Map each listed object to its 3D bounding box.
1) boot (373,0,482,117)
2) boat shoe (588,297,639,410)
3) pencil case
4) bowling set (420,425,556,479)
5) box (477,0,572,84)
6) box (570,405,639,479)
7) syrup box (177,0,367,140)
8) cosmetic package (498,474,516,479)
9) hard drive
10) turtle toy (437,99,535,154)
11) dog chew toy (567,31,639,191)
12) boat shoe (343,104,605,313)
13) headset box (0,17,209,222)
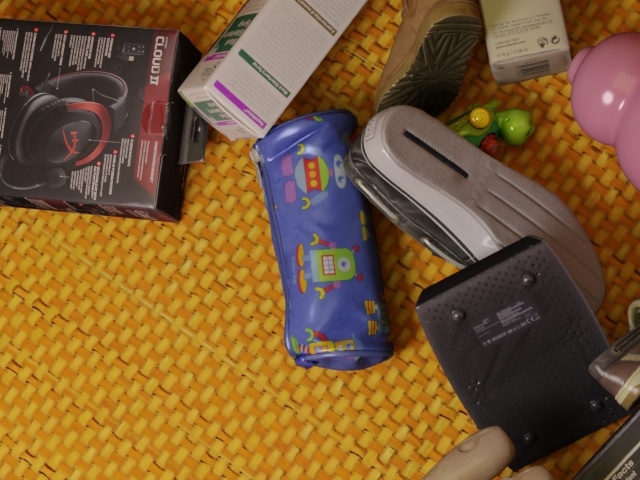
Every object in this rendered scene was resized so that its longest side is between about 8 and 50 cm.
[{"bbox_3d":[0.110,-0.298,1.829,0.089,0.236,0.269,4,57,-22],"label":"boot"},{"bbox_3d":[0.364,0.089,1.696,0.073,0.080,0.223,39,54,10],"label":"boat shoe"},{"bbox_3d":[0.000,0.000,1.804,0.133,0.119,0.306,-7,80,-14],"label":"pencil case"},{"bbox_3d":[0.197,0.325,1.535,0.154,0.287,0.200,-36,106,-5],"label":"bowling set"},{"bbox_3d":[0.218,-0.327,1.815,0.094,0.113,0.275,-11,81,9],"label":"box"},{"bbox_3d":[0.460,0.256,1.646,0.294,0.183,0.296,44,93,12],"label":"box"},{"bbox_3d":[-0.050,-0.232,1.820,0.096,0.093,0.237,42,75,-19],"label":"syrup box"},{"bbox_3d":[0.185,0.366,1.701,0.151,0.151,0.183,-28,77,6],"label":"cosmetic package"},{"bbox_3d":[0.221,0.120,1.712,0.172,0.054,0.254,-28,118,7],"label":"hard drive"},{"bbox_3d":[0.180,-0.121,1.809,0.130,0.095,0.066,-25,98,6],"label":"turtle toy"},{"bbox_3d":[0.415,-0.114,1.708,0.332,0.206,0.206,33,89,22],"label":"dog chew toy"},{"bbox_3d":[0.173,-0.025,1.771,0.335,0.119,0.121,41,61,-9],"label":"boat shoe"},{"bbox_3d":[-0.277,-0.142,1.884,0.293,0.110,0.218,5,83,12],"label":"headset box"}]
